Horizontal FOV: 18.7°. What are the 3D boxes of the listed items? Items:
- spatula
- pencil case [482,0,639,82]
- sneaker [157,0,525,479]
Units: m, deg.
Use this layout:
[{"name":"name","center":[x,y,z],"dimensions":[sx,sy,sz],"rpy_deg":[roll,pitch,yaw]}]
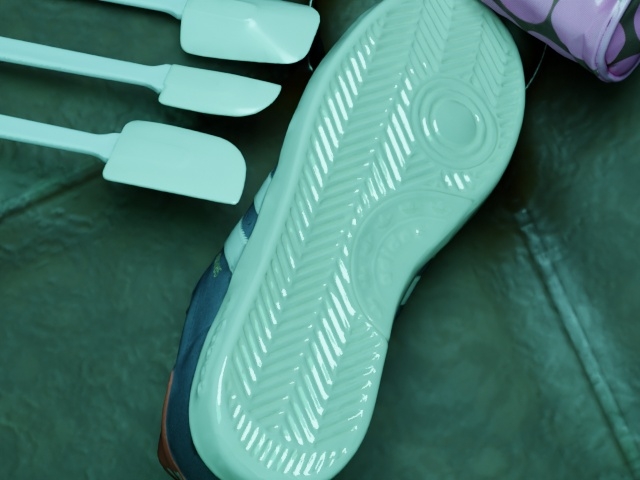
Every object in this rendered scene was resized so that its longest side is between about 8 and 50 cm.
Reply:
[{"name":"spatula","center":[-0.136,-0.107,1.188],"dimensions":[0.242,0.019,0.168],"rpy_deg":[12,58,15]},{"name":"pencil case","center":[0.123,-0.183,1.140],"dimensions":[0.098,0.095,0.209],"rpy_deg":[-39,62,-16]},{"name":"sneaker","center":[0.000,0.000,1.141],"dimensions":[0.131,0.148,0.350],"rpy_deg":[37,62,-12]}]
